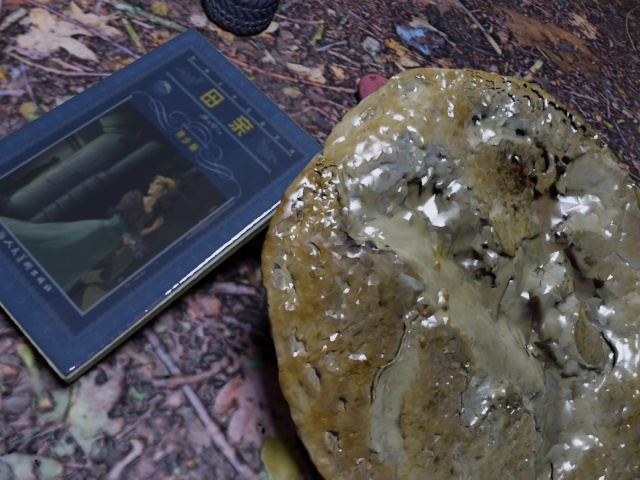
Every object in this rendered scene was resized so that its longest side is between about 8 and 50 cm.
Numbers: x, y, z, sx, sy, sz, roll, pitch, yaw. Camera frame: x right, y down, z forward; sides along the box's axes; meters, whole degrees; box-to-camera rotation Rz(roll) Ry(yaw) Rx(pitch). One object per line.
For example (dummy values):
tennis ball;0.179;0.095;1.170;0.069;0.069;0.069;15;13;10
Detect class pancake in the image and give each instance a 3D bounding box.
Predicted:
pancake;0.132;0.052;0.462;0.387;0.082;0.387;2;84;-22

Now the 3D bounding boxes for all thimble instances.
thimble;-0.096;-0.311;0.718;0.095;0.066;0.104;38;48;0

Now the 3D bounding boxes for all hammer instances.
hammer;0.069;-0.167;0.711;0.043;0.043;0.083;8;51;-22

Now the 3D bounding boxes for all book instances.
book;-0.146;-0.047;0.465;0.269;0.025;0.191;-40;78;-22

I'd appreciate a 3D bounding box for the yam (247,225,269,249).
yam;0.000;0.000;0.522;0.274;0.061;0.061;24;48;-3
